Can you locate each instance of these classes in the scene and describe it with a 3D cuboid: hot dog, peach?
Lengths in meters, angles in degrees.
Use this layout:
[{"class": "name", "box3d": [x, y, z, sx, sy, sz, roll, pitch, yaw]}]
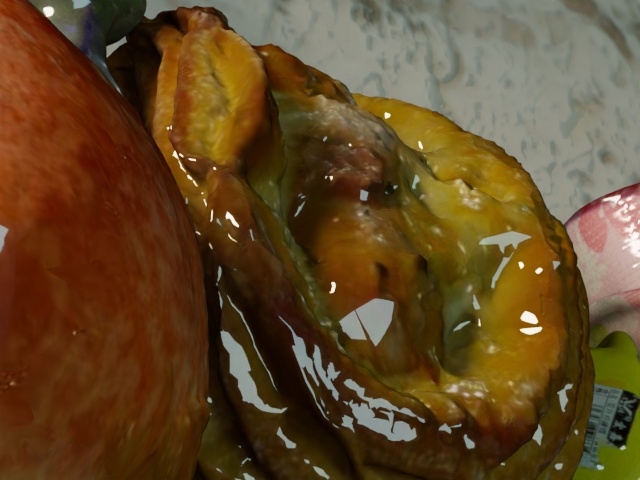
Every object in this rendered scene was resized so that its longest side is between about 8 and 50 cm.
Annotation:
[{"class": "hot dog", "box3d": [0.002, -0.001, 0.639, 0.175, 0.114, 0.259, 15, 36, -30]}, {"class": "peach", "box3d": [-0.139, 0.017, 0.486, 0.232, 0.232, 0.256, 27, 47, -30]}]

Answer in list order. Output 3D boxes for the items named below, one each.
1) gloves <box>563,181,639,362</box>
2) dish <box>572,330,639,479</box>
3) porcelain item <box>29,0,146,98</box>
[{"class": "gloves", "box3d": [0.182, 0.099, 0.805, 0.126, 0.145, 0.241, -1, 65, -33]}, {"class": "dish", "box3d": [0.070, 0.103, 0.707, 0.080, 0.148, 0.207, 17, 32, -2]}, {"class": "porcelain item", "box3d": [-0.103, -0.109, 0.640, 0.081, 0.069, 0.215, 35, 23, -47]}]
